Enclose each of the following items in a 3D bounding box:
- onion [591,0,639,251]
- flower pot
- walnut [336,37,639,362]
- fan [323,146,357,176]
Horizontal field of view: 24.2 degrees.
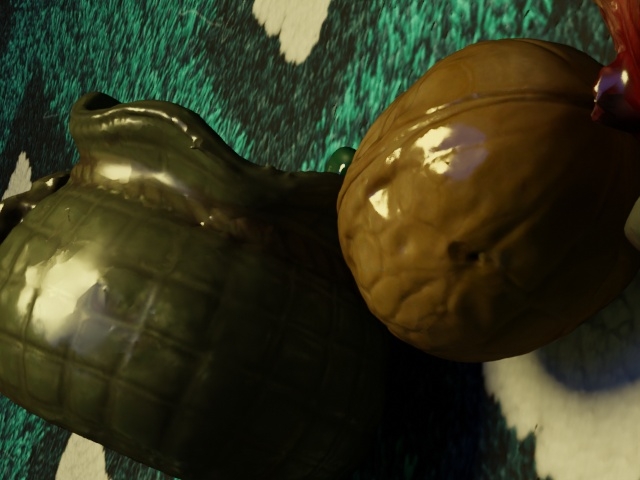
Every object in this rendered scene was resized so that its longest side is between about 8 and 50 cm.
[{"bbox_3d":[0.211,-0.115,0.638,0.272,0.195,0.272,-4,-90,-79],"label":"onion"},{"bbox_3d":[-0.084,0.041,1.007,0.302,0.301,0.213,14,79,65],"label":"flower pot"},{"bbox_3d":[0.095,-0.020,0.827,0.207,0.167,0.167,-43,39,46],"label":"walnut"},{"bbox_3d":[0.000,0.000,1.163,0.155,0.039,0.082,-65,25,15],"label":"fan"}]
